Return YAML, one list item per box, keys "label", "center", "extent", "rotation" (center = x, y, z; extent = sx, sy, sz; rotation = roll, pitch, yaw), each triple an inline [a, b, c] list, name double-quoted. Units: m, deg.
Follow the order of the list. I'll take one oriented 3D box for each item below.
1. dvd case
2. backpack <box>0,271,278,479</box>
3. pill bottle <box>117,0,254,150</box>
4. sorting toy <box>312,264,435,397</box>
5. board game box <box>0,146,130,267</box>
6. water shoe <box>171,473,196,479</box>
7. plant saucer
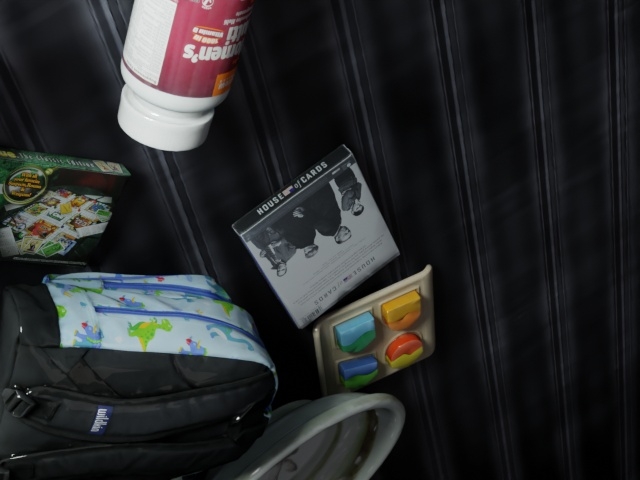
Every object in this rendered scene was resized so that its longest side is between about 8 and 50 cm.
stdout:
- label: "dvd case"
  center: [0.000, 0.000, 1.940]
  extent: [0.179, 0.029, 0.239]
  rotation: [-36, 143, -6]
- label: "backpack"
  center: [-0.225, 0.168, 1.763]
  extent: [0.355, 0.273, 0.290]
  rotation: [7, 123, -18]
- label: "pill bottle"
  center: [-0.142, -0.212, 1.539]
  extent: [0.121, 0.121, 0.221]
  rotation: [-9, 132, -35]
- label: "sorting toy"
  center: [0.086, 0.146, 2.148]
  extent: [0.208, 0.038, 0.193]
  rotation: [-27, 140, -18]
- label: "board game box"
  center: [-0.344, -0.038, 1.613]
  extent: [0.259, 0.030, 0.136]
  rotation: [7, 124, -44]
- label: "water shoe"
  center: [-0.186, 0.298, 2.038]
  extent: [0.080, 0.073, 0.203]
  rotation: [-29, 141, -18]
- label: "plant saucer"
  center: [-0.059, 0.337, 2.123]
  extent: [0.400, 0.100, 0.400]
  rotation: [-34, 155, -19]
